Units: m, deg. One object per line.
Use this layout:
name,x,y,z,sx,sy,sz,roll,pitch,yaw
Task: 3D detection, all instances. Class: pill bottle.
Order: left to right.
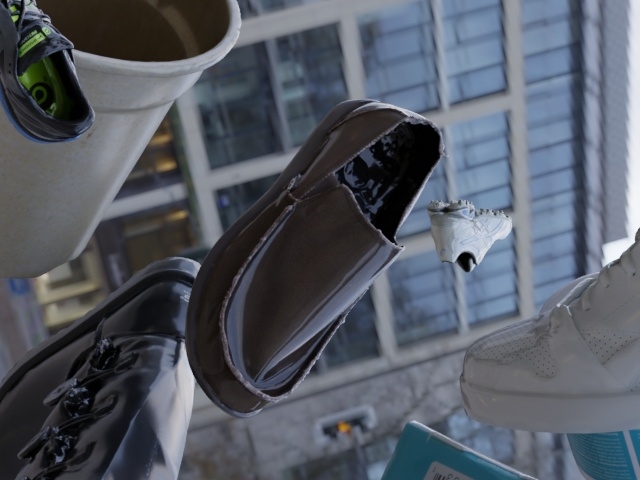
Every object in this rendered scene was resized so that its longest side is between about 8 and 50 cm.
pill bottle,0.322,0.170,1.551,0.146,0.146,0.264,-119,-174,-55

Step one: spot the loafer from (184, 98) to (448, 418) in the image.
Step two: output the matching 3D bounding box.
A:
loafer,0.000,0.000,1.390,0.134,0.366,0.130,42,-28,-26

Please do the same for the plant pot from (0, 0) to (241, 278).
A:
plant pot,-0.287,-0.143,1.433,0.305,0.334,0.334,-62,-145,32

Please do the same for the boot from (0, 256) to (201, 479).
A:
boot,-0.256,0.241,1.436,0.146,0.367,0.445,36,24,-15

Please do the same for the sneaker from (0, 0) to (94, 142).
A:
sneaker,-0.208,-0.148,1.009,0.078,0.067,0.188,8,-46,47

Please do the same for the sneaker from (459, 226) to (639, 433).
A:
sneaker,0.184,0.006,0.787,0.292,0.108,0.169,-12,-76,37

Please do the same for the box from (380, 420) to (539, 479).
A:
box,0.129,0.152,0.624,0.244,0.060,0.100,31,-8,-41

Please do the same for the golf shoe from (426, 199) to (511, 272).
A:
golf shoe,0.184,-0.001,1.850,0.176,0.069,0.086,8,81,-56
